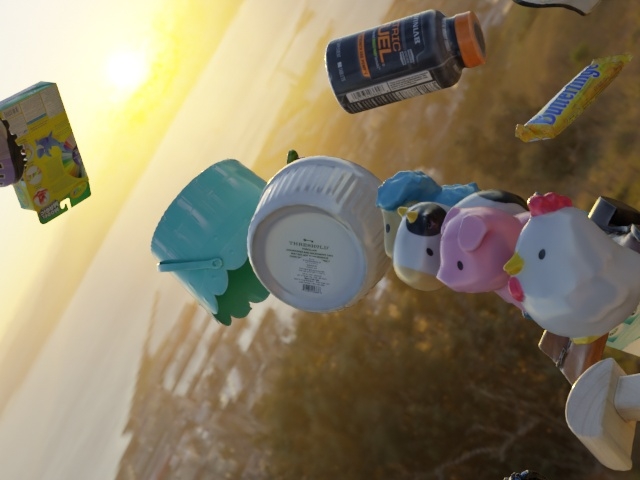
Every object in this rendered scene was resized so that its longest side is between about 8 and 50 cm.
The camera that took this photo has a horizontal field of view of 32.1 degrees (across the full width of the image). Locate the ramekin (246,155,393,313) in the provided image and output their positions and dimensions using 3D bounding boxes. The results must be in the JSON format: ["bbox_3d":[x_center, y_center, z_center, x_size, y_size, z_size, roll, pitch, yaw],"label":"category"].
[{"bbox_3d":[0.000,0.000,1.493,0.207,0.207,0.109,-54,2,32],"label":"ramekin"}]

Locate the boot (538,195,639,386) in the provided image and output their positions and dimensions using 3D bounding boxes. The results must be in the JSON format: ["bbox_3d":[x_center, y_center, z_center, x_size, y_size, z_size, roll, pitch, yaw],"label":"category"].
[{"bbox_3d":[0.427,0.100,1.660,0.280,0.096,0.264,-70,25,15],"label":"boot"}]

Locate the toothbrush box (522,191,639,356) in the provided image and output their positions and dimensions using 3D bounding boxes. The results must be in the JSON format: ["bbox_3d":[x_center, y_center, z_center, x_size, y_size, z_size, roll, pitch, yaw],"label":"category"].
[{"bbox_3d":[0.495,0.066,1.995,0.126,0.296,0.216,-58,25,34],"label":"toothbrush box"}]

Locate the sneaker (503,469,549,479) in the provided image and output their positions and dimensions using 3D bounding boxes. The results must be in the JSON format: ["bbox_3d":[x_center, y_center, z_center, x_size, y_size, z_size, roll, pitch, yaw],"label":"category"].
[{"bbox_3d":[0.310,0.436,1.755,0.330,0.130,0.147,4,67,57],"label":"sneaker"}]

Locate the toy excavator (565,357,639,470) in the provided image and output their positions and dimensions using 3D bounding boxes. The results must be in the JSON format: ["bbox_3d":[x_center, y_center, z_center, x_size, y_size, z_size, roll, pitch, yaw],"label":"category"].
[{"bbox_3d":[0.517,0.231,1.252,0.433,0.222,0.445,-34,26,19],"label":"toy excavator"}]

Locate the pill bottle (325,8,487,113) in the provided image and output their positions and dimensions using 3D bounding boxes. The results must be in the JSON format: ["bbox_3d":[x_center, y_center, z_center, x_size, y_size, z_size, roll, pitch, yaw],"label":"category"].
[{"bbox_3d":[0.142,-0.297,1.806,0.246,0.130,0.130,-14,34,21],"label":"pill bottle"}]

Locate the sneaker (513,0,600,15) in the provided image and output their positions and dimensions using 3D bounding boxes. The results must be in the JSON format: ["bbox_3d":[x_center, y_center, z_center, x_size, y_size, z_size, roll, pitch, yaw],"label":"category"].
[{"bbox_3d":[0.277,-0.324,1.062,0.315,0.127,0.182,-39,-7,-17],"label":"sneaker"}]

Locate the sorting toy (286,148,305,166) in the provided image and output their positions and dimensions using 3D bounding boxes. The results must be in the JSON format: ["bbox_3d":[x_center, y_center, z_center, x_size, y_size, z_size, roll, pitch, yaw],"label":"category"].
[{"bbox_3d":[-0.031,-0.098,1.759,0.061,0.042,0.102,77,-163,-49],"label":"sorting toy"}]

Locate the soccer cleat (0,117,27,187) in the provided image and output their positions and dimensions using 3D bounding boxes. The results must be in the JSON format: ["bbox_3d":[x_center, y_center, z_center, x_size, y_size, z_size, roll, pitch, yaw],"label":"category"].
[{"bbox_3d":[-0.400,-0.118,1.192,0.116,0.108,0.318,-39,-9,-14],"label":"soccer cleat"}]

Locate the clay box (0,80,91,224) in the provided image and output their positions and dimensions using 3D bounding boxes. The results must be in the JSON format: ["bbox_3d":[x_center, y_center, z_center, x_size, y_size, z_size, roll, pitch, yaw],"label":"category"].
[{"bbox_3d":[-0.486,-0.151,1.934,0.053,0.222,0.127,13,37,39],"label":"clay box"}]

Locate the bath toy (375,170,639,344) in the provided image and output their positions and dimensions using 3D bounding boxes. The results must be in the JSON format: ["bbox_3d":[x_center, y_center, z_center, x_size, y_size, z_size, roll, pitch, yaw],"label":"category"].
[{"bbox_3d":[0.161,0.002,1.045,0.151,0.129,0.348,-34,17,-10],"label":"bath toy"}]

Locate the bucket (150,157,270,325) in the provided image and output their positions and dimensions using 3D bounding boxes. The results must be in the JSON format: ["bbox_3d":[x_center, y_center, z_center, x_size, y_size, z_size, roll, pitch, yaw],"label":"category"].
[{"bbox_3d":[-0.162,0.000,2.020,0.281,0.183,0.281,-45,-16,-17],"label":"bucket"}]

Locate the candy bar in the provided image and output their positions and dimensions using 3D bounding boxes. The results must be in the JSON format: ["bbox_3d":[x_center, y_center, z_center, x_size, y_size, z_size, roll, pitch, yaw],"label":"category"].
[{"bbox_3d":[0.217,-0.123,0.952,0.040,0.018,0.161,1,30,42],"label":"candy bar"}]
